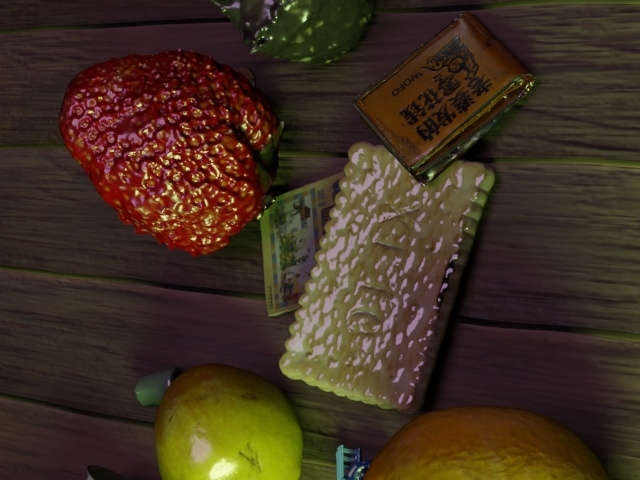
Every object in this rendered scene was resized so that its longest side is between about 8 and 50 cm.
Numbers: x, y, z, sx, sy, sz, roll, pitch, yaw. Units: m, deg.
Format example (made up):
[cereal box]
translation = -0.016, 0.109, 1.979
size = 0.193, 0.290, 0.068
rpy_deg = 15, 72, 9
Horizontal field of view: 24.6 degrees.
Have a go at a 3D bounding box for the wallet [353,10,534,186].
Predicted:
[wallet]
translation = 0.150, -0.180, 1.813
size = 0.195, 0.042, 0.161
rpy_deg = -40, 51, 4

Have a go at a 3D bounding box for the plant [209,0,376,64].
[plant]
translation = -0.063, -0.350, 1.918
size = 0.199, 0.276, 0.188
rpy_deg = -47, 48, 16

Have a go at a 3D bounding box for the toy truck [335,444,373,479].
[toy truck]
translation = 0.047, 0.288, 1.779
size = 0.090, 0.056, 0.073
rpy_deg = 40, 108, 52

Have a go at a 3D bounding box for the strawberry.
[strawberry]
translation = -0.197, -0.126, 1.966
size = 0.261, 0.257, 0.261
rpy_deg = -19, 57, 31

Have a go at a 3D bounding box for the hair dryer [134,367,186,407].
[hair dryer]
translation = -0.208, 0.253, 2.007
size = 0.071, 0.047, 0.150
rpy_deg = -18, 77, 36

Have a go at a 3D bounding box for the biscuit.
[biscuit]
translation = 0.082, 0.040, 1.814
size = 0.217, 0.044, 0.325
rpy_deg = 12, 80, 35

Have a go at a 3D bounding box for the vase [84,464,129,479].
[vase]
translation = -0.349, 0.466, 1.972
size = 0.173, 0.173, 0.321
rpy_deg = 37, 96, 40

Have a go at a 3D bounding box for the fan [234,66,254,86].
[fan]
translation = -0.148, -0.132, 2.090
size = 0.152, 0.008, 0.227
rpy_deg = -18, 66, 33

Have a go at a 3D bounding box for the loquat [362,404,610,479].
[loquat]
translation = 0.171, 0.302, 1.552
size = 0.275, 0.275, 0.275
rpy_deg = -13, 69, 36

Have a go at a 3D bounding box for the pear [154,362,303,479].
[pear]
translation = -0.116, 0.251, 1.833
size = 0.200, 0.200, 0.200
rpy_deg = -13, 69, 36

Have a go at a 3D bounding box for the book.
[book]
translation = 0.000, 0.000, 1.929
size = 0.192, 0.013, 0.168
rpy_deg = -19, 65, 33
